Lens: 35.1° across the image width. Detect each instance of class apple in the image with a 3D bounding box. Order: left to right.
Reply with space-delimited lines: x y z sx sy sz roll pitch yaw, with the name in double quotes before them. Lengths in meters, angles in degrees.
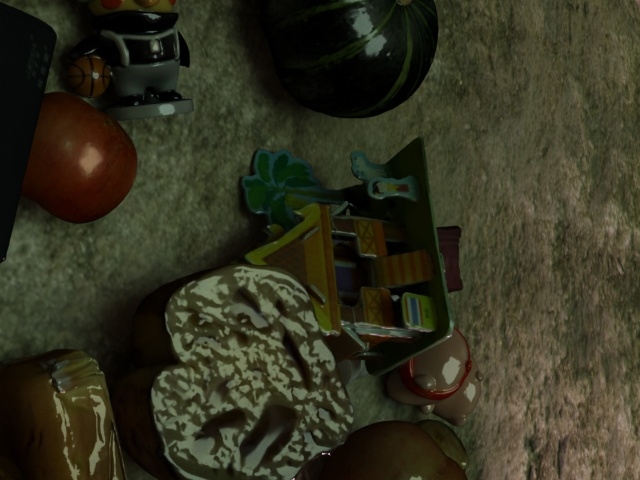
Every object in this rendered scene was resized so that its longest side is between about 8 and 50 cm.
"apple" -0.304 -0.095 1.213 0.163 0.163 0.139 41 68 -42

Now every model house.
"model house" 0.000 0.000 1.513 0.313 0.242 0.358 9 64 -30

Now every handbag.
"handbag" -0.426 -0.140 1.035 0.275 0.178 0.302 26 66 -45
"handbag" 0.155 0.028 1.794 0.225 0.146 0.135 1 89 -50

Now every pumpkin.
"pumpkin" 0.046 -0.356 1.613 0.323 0.241 0.323 13 73 -52

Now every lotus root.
"lotus root" -0.158 0.185 1.323 0.316 0.250 0.316 9 76 -40

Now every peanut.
"peanut" 0.197 0.397 1.846 0.159 0.109 0.140 39 46 -28

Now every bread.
"bread" -0.308 0.252 1.189 0.107 0.136 0.241 -17 100 -49

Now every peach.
"peach" 0.121 0.414 1.639 0.252 0.252 0.252 7 81 -51

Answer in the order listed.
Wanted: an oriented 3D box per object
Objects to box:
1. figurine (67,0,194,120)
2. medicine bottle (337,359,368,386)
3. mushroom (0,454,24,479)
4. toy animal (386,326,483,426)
"figurine" -0.250 -0.278 1.321 0.176 0.133 0.236 -11 102 -33
"medicine bottle" 0.066 0.169 1.701 0.186 0.103 0.103 -31 111 -50
"mushroom" -0.406 0.300 1.057 0.231 0.138 0.194 27 66 -47
"toy animal" 0.208 0.236 1.843 0.198 0.171 0.171 49 50 -47
